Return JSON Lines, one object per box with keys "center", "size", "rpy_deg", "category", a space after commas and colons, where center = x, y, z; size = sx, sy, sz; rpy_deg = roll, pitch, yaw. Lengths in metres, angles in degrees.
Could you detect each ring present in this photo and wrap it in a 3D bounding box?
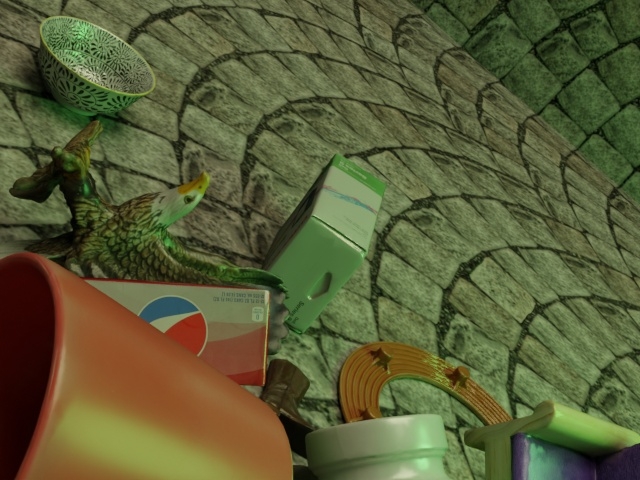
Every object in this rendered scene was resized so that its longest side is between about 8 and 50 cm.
{"center": [0.169, 0.250, 1.299], "size": [0.337, 0.032, 0.336], "rpy_deg": [28, 29, -17], "category": "ring"}

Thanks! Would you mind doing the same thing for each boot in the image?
{"center": [-0.022, 0.189, 1.166], "size": [0.106, 0.037, 0.114], "rpy_deg": [37, 22, -6], "category": "boot"}

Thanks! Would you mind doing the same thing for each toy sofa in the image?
{"center": [0.245, 0.339, 0.937], "size": [0.150, 0.177, 0.362], "rpy_deg": [22, 58, -34], "category": "toy sofa"}

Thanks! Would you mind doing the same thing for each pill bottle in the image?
{"center": [0.066, 0.289, 0.876], "size": [0.153, 0.153, 0.264], "rpy_deg": [8, 66, -44], "category": "pill bottle"}

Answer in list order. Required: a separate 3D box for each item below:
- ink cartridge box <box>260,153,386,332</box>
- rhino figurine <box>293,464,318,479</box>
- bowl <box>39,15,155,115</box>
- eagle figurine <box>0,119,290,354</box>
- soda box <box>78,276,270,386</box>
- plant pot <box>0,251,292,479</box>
{"center": [0.000, 0.000, 1.352], "size": [0.093, 0.154, 0.212], "rpy_deg": [33, 28, -8], "category": "ink cartridge box"}
{"center": [-0.035, 0.252, 0.967], "size": [0.243, 0.106, 0.073], "rpy_deg": [8, 39, -43], "category": "rhino figurine"}
{"center": [-0.321, -0.224, 1.403], "size": [0.170, 0.080, 0.170], "rpy_deg": [29, 27, -17], "category": "bowl"}
{"center": [-0.178, 0.017, 1.078], "size": [0.298, 0.225, 0.226], "rpy_deg": [51, 51, -12], "category": "eagle figurine"}
{"center": [-0.179, 0.081, 0.934], "size": [0.263, 0.092, 0.083], "rpy_deg": [3, -5, -6], "category": "soda box"}
{"center": [-0.172, 0.174, 0.785], "size": [0.243, 0.275, 0.275], "rpy_deg": [28, 27, -35], "category": "plant pot"}
